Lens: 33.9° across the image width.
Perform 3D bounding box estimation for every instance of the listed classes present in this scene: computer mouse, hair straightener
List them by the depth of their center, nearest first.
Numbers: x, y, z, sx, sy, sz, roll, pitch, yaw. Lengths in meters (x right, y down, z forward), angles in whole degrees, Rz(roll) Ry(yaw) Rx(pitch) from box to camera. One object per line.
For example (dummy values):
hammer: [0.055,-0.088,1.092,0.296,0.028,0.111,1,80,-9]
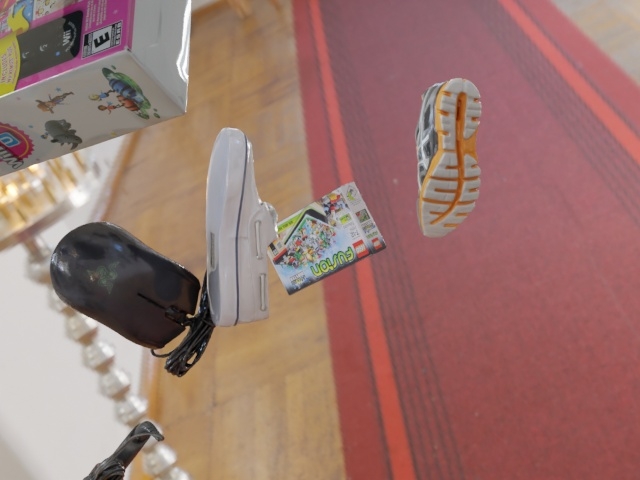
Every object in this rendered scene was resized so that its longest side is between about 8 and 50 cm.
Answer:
hair straightener: [-0.235,0.270,1.142,0.230,0.047,0.089,-45,3,37]
computer mouse: [-0.215,0.065,1.335,0.072,0.272,0.188,26,88,49]

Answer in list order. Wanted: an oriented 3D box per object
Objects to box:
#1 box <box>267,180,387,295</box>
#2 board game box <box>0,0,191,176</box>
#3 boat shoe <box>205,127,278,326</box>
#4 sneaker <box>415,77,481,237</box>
box: [0.000,0.000,1.624,0.036,0.114,0.207,-25,-3,-46]
board game box: [-0.270,-0.186,0.971,0.303,0.097,0.224,-16,57,23]
boat shoe: [-0.096,-0.017,1.329,0.084,0.258,0.095,-3,22,-20]
sneaker: [0.163,-0.110,1.409,0.084,0.214,0.083,5,8,-27]
